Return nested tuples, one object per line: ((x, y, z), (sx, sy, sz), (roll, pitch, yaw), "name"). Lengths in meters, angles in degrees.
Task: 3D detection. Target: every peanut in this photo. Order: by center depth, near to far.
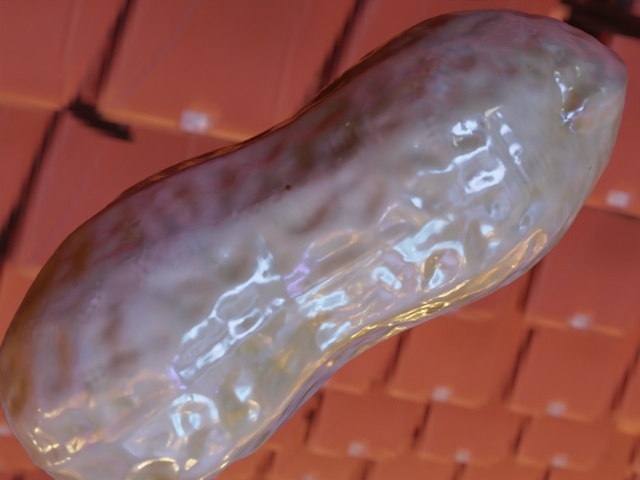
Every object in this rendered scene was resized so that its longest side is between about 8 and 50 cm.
((0.000, 0.000, 0.753), (0.274, 0.111, 0.125), (-30, -167, -9), "peanut")
